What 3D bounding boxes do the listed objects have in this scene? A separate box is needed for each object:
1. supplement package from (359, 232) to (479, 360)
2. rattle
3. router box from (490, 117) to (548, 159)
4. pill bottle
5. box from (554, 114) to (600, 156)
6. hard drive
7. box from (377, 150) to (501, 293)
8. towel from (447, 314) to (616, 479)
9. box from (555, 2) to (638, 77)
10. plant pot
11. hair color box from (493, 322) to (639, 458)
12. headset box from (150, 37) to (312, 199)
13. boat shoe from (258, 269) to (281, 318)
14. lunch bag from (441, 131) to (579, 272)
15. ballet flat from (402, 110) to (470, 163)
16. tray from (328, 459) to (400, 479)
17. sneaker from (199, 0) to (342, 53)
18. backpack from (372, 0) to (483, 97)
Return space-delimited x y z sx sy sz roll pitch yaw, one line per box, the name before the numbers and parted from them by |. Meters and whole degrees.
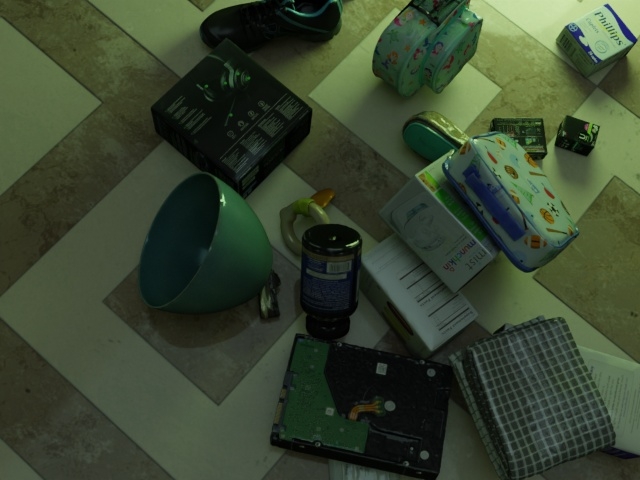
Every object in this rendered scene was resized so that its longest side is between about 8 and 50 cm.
supplement package | 0.195 0.116 1.876 0.133 0.139 0.244 -34 76 -15
rattle | 0.000 0.000 1.959 0.130 0.142 0.200 -27 90 20
router box | 0.461 -0.237 2.073 0.122 0.038 0.092 0 70 -4
pill bottle | 0.019 0.087 1.821 0.122 0.219 0.123 2 26 -1
box | 0.598 -0.244 2.079 0.083 0.052 0.062 20 69 3
hard drive | 0.086 0.334 1.802 0.338 0.064 0.237 11 58 2
box | 0.276 -0.042 1.865 0.231 0.127 0.262 46 29 6
towel | 0.411 0.300 1.731 0.234 0.121 0.284 -18 75 -9
box | 0.668 -0.485 2.158 0.137 0.072 0.126 -30 76 -14
plant pot | -0.214 0.032 1.827 0.195 0.290 0.290 26 66 -33
hair color box | 0.511 0.315 1.851 0.338 0.110 0.185 18 73 0
headset box | -0.203 -0.272 1.983 0.283 0.131 0.246 40 73 9
boat shoe | -0.109 0.092 1.909 0.049 0.056 0.152 0 80 -10
lunch bag | 0.380 -0.086 1.807 0.303 0.115 0.243 53 33 11
ballet flat | 0.341 -0.173 2.012 0.348 0.123 0.123 40 73 7
tray | 0.089 0.461 1.807 0.145 0.030 0.271 -2 71 -4
sneaker | -0.116 -0.528 2.075 0.340 0.140 0.125 -12 74 -7
backpack | 0.240 -0.448 2.033 0.253 0.225 0.191 -41 74 -12
